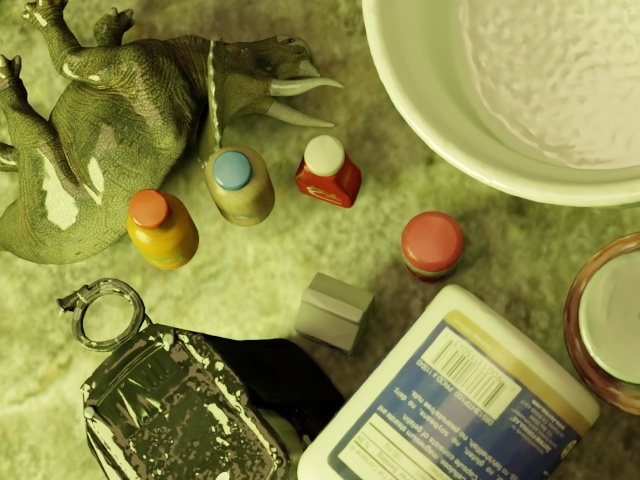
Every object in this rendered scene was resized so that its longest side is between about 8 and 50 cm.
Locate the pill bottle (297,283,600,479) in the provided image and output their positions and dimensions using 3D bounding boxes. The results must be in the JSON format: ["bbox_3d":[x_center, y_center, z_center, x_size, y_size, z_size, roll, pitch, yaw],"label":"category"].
[{"bbox_3d":[0.054,0.127,0.897,0.112,0.112,0.187,40,89,18],"label":"pill bottle"}]

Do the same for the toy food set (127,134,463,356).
[{"bbox_3d":[0.000,0.000,1.025,0.232,0.104,0.111,23,81,7],"label":"toy food set"}]

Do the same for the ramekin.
[{"bbox_3d":[0.175,-0.149,0.993,0.277,0.135,0.277,-2,83,17],"label":"ramekin"}]

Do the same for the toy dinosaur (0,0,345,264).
[{"bbox_3d":[-0.155,-0.062,1.100,0.313,0.121,0.160,-41,67,7],"label":"toy dinosaur"}]

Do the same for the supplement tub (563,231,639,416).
[{"bbox_3d":[0.196,0.050,0.928,0.106,0.198,0.106,-2,82,19],"label":"supplement tub"}]

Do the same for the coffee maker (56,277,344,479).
[{"bbox_3d":[-0.060,0.103,1.016,0.120,0.178,0.171,-19,80,14],"label":"coffee maker"}]
